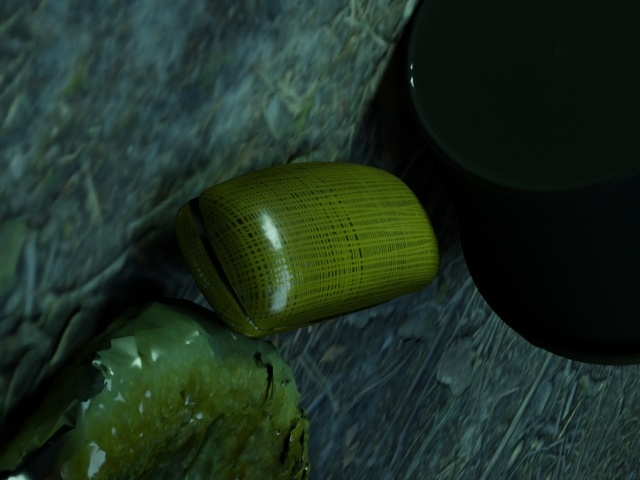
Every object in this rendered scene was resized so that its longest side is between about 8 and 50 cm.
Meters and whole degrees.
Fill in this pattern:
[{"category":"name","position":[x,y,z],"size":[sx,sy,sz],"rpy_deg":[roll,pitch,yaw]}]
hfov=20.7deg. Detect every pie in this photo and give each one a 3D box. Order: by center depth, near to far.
[{"category":"pie","position":[-0.102,0.172,0.811],"size":[0.296,0.078,0.371],"rpy_deg":[-63,159,-12]}]

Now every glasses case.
[{"category":"glasses case","position":[0.000,0.000,0.865],"size":[0.064,0.079,0.234],"rpy_deg":[-29,173,21]}]

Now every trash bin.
[{"category":"trash bin","position":[0.179,-0.043,1.078],"size":[0.214,0.214,0.334],"rpy_deg":[-61,156,-13]}]
